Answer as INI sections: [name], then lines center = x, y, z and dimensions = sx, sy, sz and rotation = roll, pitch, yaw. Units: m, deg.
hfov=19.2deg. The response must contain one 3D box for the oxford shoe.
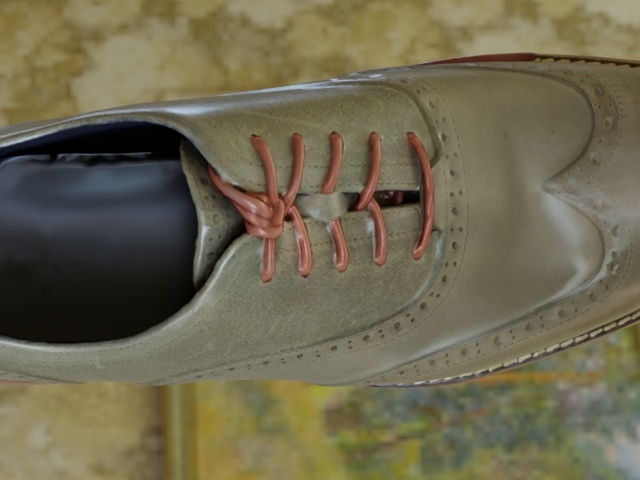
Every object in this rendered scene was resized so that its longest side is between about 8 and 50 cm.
[oxford shoe]
center = 0.000, 0.000, 0.666
dimensions = 0.130, 0.348, 0.123
rotation = 71, 9, -88
